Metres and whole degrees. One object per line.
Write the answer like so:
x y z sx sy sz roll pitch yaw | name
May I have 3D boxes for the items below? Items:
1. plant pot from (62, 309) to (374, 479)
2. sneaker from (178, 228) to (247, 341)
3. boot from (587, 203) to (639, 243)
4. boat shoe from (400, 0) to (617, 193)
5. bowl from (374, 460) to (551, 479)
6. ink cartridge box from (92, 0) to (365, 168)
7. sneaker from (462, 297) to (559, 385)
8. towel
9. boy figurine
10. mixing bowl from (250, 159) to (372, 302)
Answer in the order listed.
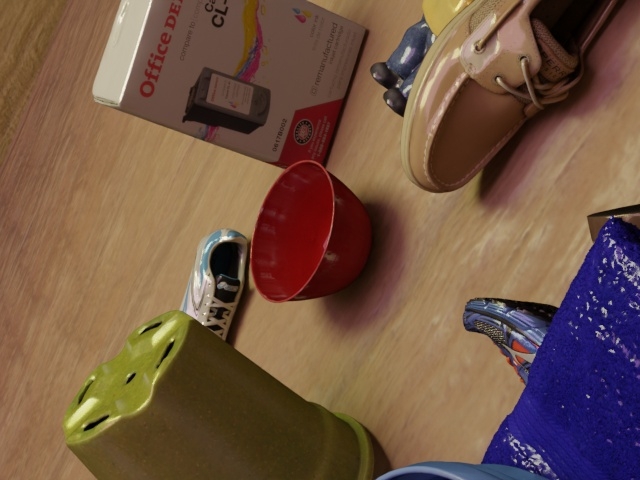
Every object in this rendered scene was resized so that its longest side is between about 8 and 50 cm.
-0.127 0.223 0.955 0.276 0.254 0.276 -36 22 17 | plant pot
-0.160 0.096 1.314 0.086 0.085 0.237 -7 72 60 | sneaker
0.333 0.021 0.620 0.305 0.112 0.115 -7 94 56 | boot
0.196 -0.187 0.870 0.341 0.122 0.110 -61 36 15 | boat shoe
0.142 0.353 0.648 0.391 0.077 0.391 17 110 55 | bowl
-0.120 -0.239 1.197 0.131 0.306 0.226 23 96 58 | ink cartridge box
0.197 0.106 0.780 0.221 0.083 0.087 27 104 59 | sneaker
0.220 0.166 0.636 0.227 0.076 0.308 45 126 41 | towel
0.166 -0.270 0.983 0.285 0.092 0.177 -53 38 28 | boy figurine
0.000 0.000 1.103 0.181 0.098 0.181 -30 51 47 | mixing bowl
